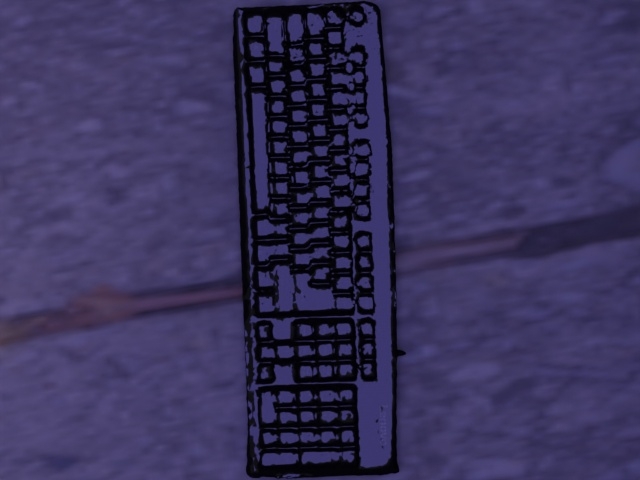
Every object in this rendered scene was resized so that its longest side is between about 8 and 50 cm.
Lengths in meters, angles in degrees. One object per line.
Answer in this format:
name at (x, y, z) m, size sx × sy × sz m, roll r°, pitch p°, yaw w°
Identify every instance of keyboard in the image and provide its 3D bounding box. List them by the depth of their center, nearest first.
keyboard at (0.000, 0.000, 0.800) m, size 0.087 × 0.017 × 0.250 m, roll -1°, pitch 90°, yaw 2°
